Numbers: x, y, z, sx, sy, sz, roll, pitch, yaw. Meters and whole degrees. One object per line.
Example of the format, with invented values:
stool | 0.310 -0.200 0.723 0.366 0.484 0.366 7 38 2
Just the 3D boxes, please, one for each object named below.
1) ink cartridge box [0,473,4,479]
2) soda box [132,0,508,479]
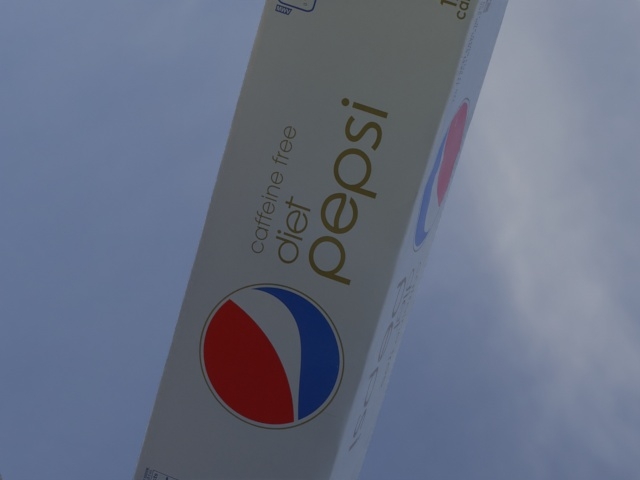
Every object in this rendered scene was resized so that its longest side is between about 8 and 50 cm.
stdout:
ink cartridge box | -0.152 0.036 0.253 0.071 0.324 0.330 -35 -104 12
soda box | 0.000 0.000 0.604 0.069 0.216 0.074 20 -165 10
